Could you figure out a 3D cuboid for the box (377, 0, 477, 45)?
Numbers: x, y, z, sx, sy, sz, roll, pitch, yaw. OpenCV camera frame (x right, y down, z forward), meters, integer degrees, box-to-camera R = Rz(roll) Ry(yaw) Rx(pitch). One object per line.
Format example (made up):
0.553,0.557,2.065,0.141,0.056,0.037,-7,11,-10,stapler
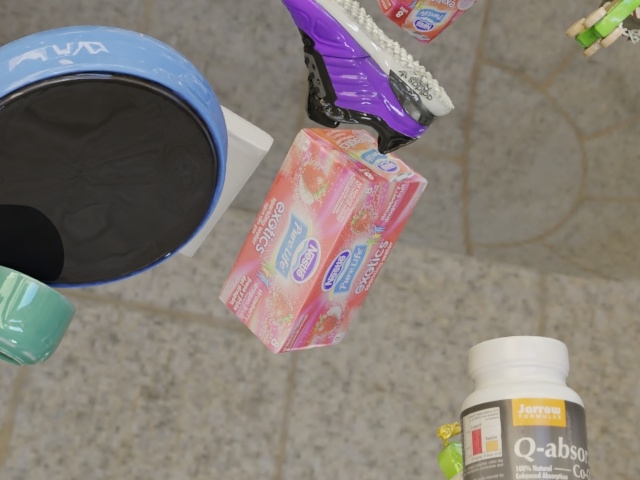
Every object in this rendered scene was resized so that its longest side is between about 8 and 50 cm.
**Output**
0.149,-0.469,2.173,0.128,0.122,0.257,-40,-133,24,box

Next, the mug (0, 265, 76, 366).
-0.407,0.100,1.681,0.129,0.158,0.097,70,42,-65,mug

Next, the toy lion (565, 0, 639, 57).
0.279,-0.216,1.209,0.096,0.034,0.100,-43,-177,-2,toy lion

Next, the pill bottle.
0.262,0.274,1.667,0.162,0.162,0.278,115,-24,-67,pill bottle

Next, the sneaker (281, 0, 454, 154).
0.019,-0.219,1.639,0.146,0.293,0.102,-44,-167,18,sneaker

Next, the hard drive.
-0.258,-0.128,2.308,0.353,0.233,0.047,-50,-166,47,hard drive

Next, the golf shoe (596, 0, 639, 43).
0.572,-0.372,2.208,0.120,0.105,0.273,-45,-147,10,golf shoe

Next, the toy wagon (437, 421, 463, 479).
0.277,0.434,1.989,0.068,0.344,0.267,-44,159,21,toy wagon

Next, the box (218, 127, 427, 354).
0.000,0.000,1.858,0.142,0.154,0.300,42,-63,30,box

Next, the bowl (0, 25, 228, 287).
-0.306,-0.091,1.672,0.077,0.391,0.391,-111,-153,-44,bowl
